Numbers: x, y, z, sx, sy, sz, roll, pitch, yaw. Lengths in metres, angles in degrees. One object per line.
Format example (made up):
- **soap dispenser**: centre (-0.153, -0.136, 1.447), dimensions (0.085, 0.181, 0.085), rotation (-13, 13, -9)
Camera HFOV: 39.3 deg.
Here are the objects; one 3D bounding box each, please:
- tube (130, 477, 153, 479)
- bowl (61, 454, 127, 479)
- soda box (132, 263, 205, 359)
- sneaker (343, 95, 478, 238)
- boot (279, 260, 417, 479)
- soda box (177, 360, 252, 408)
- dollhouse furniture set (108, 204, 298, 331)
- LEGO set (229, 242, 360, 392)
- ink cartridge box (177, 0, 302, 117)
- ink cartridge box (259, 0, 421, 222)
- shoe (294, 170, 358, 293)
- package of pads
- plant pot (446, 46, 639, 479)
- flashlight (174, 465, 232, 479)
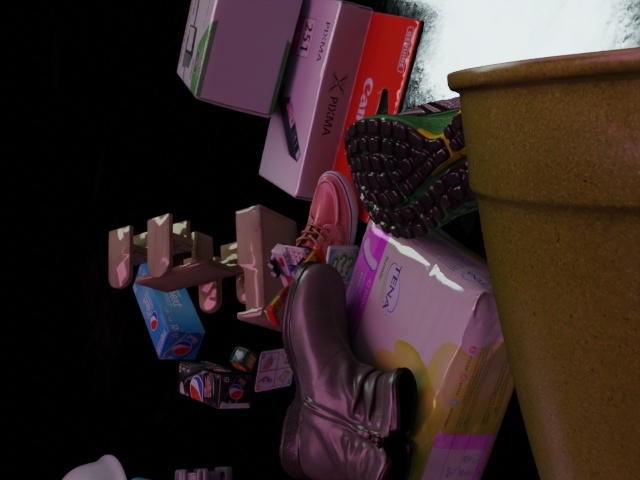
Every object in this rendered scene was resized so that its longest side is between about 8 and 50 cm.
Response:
- **tube**: centre (-0.291, 0.471, 1.631), dimensions (0.207, 0.052, 0.080), rotation (-6, 84, 53)
- **bowl**: centre (-0.506, 0.603, 1.878), dimensions (0.298, 0.134, 0.297), rotation (-16, 71, 58)
- **soda box**: centre (-0.281, 0.125, 1.645), dimensions (0.210, 0.071, 0.067), rotation (57, 133, 46)
- **sneaker**: centre (0.155, -0.087, 0.903), dimensions (0.344, 0.146, 0.134), rotation (-3, 110, 52)
- **boot**: centre (0.039, 0.139, 0.937), dimensions (0.161, 0.083, 0.246), rotation (-8, 76, 47)
- **soda box**: centre (-0.176, 0.234, 1.464), dimensions (0.169, 0.060, 0.053), rotation (1, 87, 59)
- **dollhouse furniture set**: centre (-0.157, 0.063, 1.326), dimensions (0.242, 0.212, 0.161), rotation (-15, 68, 29)
- **LEGO set**: centre (-0.012, 0.095, 1.076), dimensions (0.060, 0.244, 0.182), rotation (12, 95, 32)
- **ink cartridge box**: centre (-0.130, -0.321, 1.362), dimensions (0.289, 0.122, 0.211), rotation (-131, 54, -68)
- **ink cartridge box**: centre (0.016, -0.186, 1.223), dimensions (0.239, 0.060, 0.275), rotation (35, 114, 57)
- **shoe**: centre (0.000, 0.000, 1.164), dimensions (0.063, 0.081, 0.178), rotation (9, 103, 37)
- **package of pads**: centre (0.103, 0.144, 0.979), dimensions (0.229, 0.101, 0.296), rotation (40, 119, 55)
- **plant pot**: centre (0.267, 0.067, 0.530), dimensions (0.366, 0.367, 0.353), rotation (8, 104, 59)
- **flashlight**: centre (-0.193, 0.514, 1.408), dimensions (0.103, 0.103, 0.304), rotation (-27, 64, 58)
